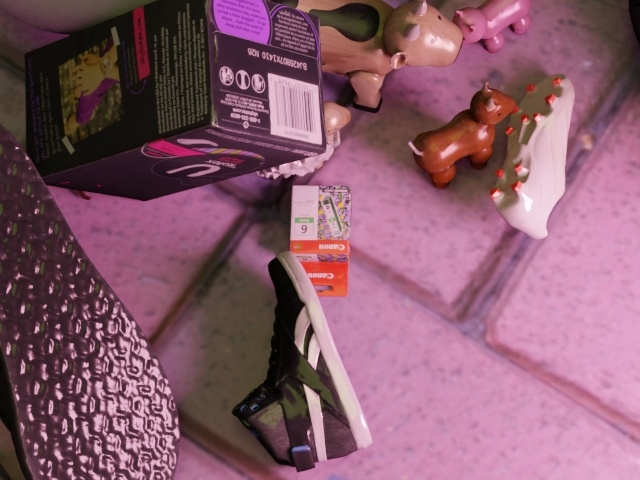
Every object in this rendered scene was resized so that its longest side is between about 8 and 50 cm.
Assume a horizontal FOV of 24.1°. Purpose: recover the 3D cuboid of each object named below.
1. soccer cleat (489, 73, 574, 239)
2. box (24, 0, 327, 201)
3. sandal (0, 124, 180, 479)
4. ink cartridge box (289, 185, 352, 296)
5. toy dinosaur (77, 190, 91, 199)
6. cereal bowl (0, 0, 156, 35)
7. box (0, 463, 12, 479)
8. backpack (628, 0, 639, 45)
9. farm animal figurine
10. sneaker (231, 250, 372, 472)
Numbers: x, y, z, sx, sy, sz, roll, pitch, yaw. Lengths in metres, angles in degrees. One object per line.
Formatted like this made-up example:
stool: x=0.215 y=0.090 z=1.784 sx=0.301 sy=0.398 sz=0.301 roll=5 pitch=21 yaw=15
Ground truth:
soccer cleat: x=0.229 y=-0.090 z=1.571 sx=0.068 sy=0.076 sz=0.196 roll=-12 pitch=45 yaw=42
box: x=-0.147 y=-0.137 z=1.481 sx=0.270 sy=0.165 sz=0.143 roll=-12 pitch=76 yaw=40
sandal: x=-0.273 y=0.090 z=1.480 sx=0.167 sy=0.107 sz=0.445 roll=-26 pitch=94 yaw=-27
ink cartridge box: x=0.000 y=0.000 z=1.565 sx=0.063 sy=0.029 sz=0.115 roll=0 pitch=70 yaw=4
toy dinosaur: x=-0.271 y=-0.098 z=1.628 sx=0.090 sy=0.047 sz=0.082 roll=39 pitch=64 yaw=-18
cereal bowl: x=-0.202 y=-0.302 z=1.588 sx=0.339 sy=0.141 sz=0.339 roll=-5 pitch=30 yaw=3
box: x=-0.367 y=0.292 z=1.450 sx=0.170 sy=0.091 sz=0.130 roll=-36 pitch=72 yaw=-10
backpack: x=0.454 y=-0.205 z=1.498 sx=0.273 sy=0.290 sz=0.355 roll=-36 pitch=64 yaw=-18
farm animal figurine: x=0.070 y=-0.231 z=1.570 sx=0.327 sy=0.172 sz=0.330 roll=-2 pitch=70 yaw=3
sneaker: x=-0.042 y=0.124 z=1.493 sx=0.121 sy=0.079 sz=0.217 roll=-21 pitch=73 yaw=-5
